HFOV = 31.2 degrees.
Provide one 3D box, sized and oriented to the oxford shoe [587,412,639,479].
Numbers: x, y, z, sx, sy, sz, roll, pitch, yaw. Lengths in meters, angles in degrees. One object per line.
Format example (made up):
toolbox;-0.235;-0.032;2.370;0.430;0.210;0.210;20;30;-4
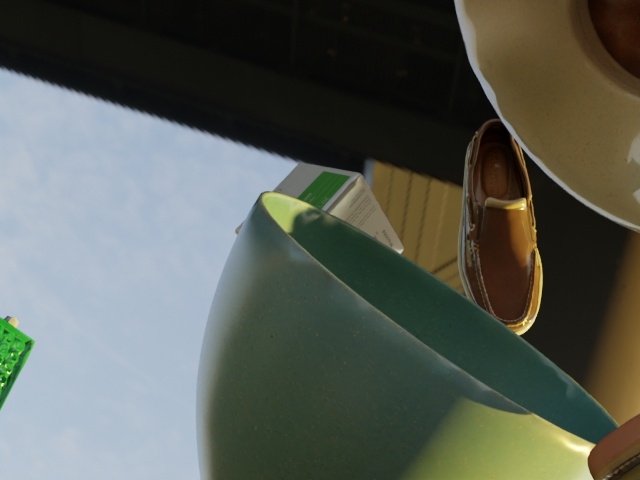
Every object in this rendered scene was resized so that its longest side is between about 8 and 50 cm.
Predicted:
oxford shoe;0.270;0.108;0.452;0.141;0.146;0.397;3;-17;-33

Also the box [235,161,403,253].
box;0.000;0.000;1.046;0.087;0.101;0.102;14;-36;48

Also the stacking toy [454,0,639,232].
stacking toy;0.366;-0.243;0.863;0.351;0.480;0.350;38;-35;33

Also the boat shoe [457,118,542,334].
boat shoe;0.203;-0.021;1.320;0.095;0.257;0.095;-6;-22;1

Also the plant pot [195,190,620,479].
plant pot;0.030;0.127;0.771;0.290;0.290;0.195;33;-81;-4

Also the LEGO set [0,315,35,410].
LEGO set;-0.289;0.102;0.457;0.192;0.331;0.255;-20;-43;42
